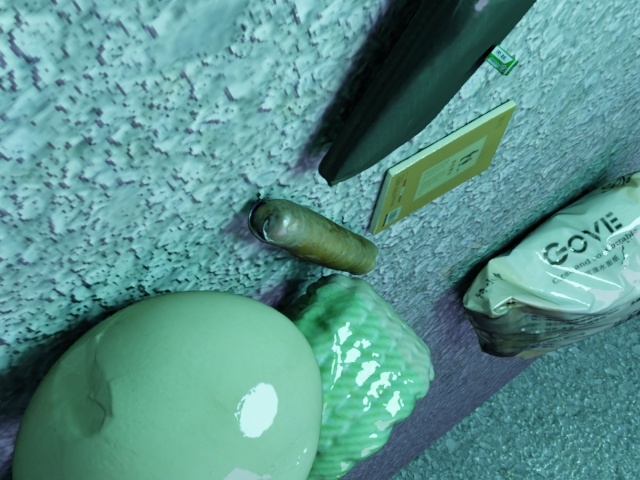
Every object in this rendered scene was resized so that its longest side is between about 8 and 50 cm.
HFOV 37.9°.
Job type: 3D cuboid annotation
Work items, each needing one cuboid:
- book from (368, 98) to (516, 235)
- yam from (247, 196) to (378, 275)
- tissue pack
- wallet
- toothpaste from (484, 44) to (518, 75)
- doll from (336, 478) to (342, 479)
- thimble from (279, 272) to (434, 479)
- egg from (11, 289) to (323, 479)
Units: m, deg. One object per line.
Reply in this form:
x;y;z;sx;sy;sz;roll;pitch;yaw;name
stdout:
0.128;-0.076;0.989;0.172;0.012;0.118;-30;158;-23;book
0.000;0.000;0.879;0.046;0.046;0.264;-43;161;9;yam
0.415;0.063;1.524;0.375;0.195;0.390;-32;160;0;tissue pack
0.097;-0.145;0.739;0.168;0.052;0.245;-33;166;-46;wallet
0.151;-0.149;0.774;0.017;0.020;0.083;-49;176;16;toothpaste
-0.044;0.473;1.530;0.247;0.247;0.349;-35;167;-11;doll
-0.001;0.140;0.944;0.219;0.150;0.219;-43;-178;1;thimble
-0.122;0.158;0.753;0.269;0.219;0.219;-47;159;6;egg
